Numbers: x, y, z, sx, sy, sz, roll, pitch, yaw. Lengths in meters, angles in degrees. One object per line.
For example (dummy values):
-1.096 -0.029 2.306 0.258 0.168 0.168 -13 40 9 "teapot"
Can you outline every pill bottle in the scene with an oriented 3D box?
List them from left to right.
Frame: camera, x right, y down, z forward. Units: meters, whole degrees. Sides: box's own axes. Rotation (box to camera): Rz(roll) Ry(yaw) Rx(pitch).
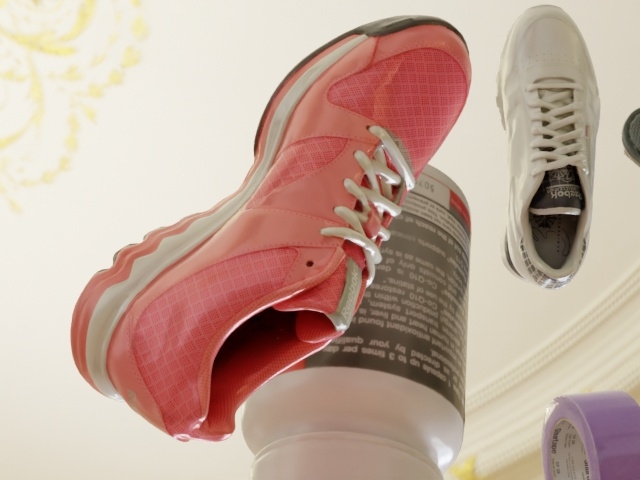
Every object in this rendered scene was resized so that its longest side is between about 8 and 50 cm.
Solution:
0.027 0.087 1.003 0.161 0.283 0.161 4 -36 3 "pill bottle"

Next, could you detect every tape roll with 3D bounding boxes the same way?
0.351 0.285 1.721 0.080 0.189 0.189 -4 -50 -13 "tape roll"

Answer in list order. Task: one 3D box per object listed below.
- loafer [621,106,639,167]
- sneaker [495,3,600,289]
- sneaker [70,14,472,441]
0.420 -0.056 1.322 0.268 0.096 0.084 18 -19 13 "loafer"
0.191 -0.078 1.107 0.090 0.095 0.235 -2 -90 3 "sneaker"
0.000 0.001 0.817 0.136 0.314 0.116 36 -11 46 "sneaker"
